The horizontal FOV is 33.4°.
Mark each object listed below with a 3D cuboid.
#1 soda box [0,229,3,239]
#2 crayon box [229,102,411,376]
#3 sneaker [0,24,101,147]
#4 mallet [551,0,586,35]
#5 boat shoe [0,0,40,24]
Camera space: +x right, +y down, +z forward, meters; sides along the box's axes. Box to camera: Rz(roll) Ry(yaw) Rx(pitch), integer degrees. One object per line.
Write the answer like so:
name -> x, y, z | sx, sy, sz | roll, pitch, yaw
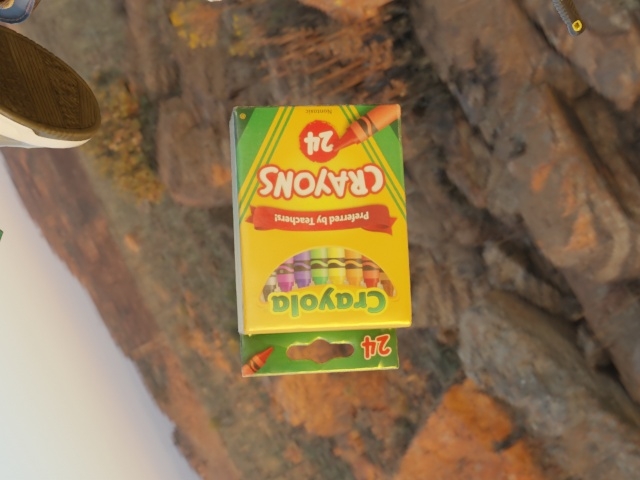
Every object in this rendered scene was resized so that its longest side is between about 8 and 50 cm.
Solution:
soda box -> -0.350, 0.048, 0.841 | 0.067, 0.210, 0.071 | 44, -155, -30
crayon box -> 0.000, 0.000, 1.270 | 0.081, 0.202, 0.318 | 149, 118, -80
sneaker -> -0.356, -0.103, 0.926 | 0.178, 0.295, 0.124 | -36, 56, 36
mallet -> 0.219, -0.253, 0.990 | 0.189, 0.062, 0.039 | 27, -154, -50
boat shoe -> -0.339, -0.301, 1.051 | 0.355, 0.132, 0.130 | 119, 163, -70
